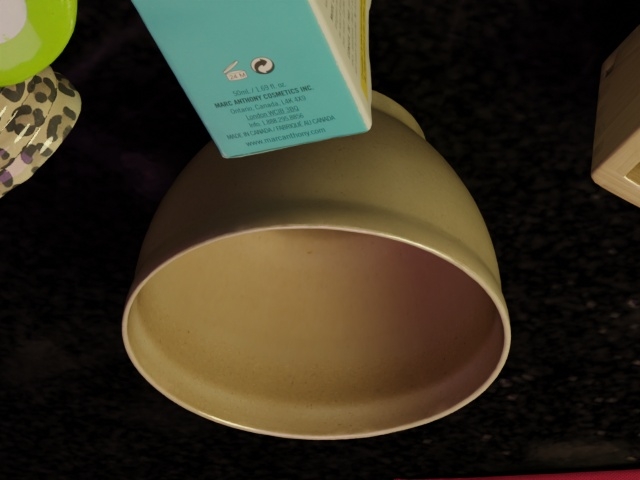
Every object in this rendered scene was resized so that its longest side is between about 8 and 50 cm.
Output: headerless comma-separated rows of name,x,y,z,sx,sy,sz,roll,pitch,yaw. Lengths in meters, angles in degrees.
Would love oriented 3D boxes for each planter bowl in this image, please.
planter bowl,0.000,0.000,0.688,0.162,0.109,0.162,2,144,1

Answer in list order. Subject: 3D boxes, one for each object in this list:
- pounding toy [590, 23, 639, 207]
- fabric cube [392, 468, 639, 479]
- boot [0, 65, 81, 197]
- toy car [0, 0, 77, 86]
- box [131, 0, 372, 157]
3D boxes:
pounding toy,0.195,-0.053,0.637,0.141,0.100,0.130,27,137,-14
fabric cube,0.186,0.307,0.969,0.258,0.254,0.259,-5,143,9
boot,-0.234,-0.052,0.642,0.236,0.085,0.178,-29,132,25
toy car,-0.183,-0.099,0.471,0.188,0.155,0.149,-27,126,4
box,-0.046,-0.141,0.509,0.060,0.101,0.244,-11,141,16
